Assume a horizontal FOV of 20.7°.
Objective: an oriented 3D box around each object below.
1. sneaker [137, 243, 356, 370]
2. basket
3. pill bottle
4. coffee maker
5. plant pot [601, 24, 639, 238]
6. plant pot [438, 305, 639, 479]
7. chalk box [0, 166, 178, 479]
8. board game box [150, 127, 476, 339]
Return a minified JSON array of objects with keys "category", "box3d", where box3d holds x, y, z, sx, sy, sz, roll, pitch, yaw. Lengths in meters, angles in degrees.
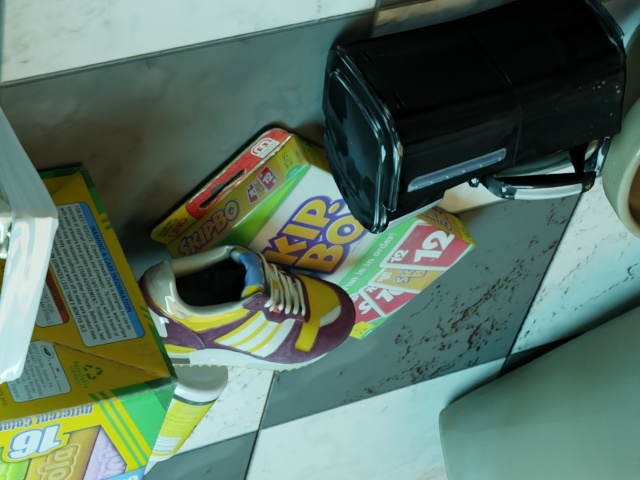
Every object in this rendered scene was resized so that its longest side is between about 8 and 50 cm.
[{"category":"sneaker","box3d":[-0.043,0.043,1.199,0.185,0.070,0.084,-3,148,-35]},{"category":"basket","box3d":[-0.219,-0.012,0.929,0.103,0.167,0.113,0,122,-30]},{"category":"pill bottle","box3d":[-0.123,0.126,1.324,0.065,0.065,0.116,2,139,-40]},{"category":"coffee maker","box3d":[0.096,-0.102,1.141,0.178,0.120,0.171,-17,119,-21]},{"category":"plant pot","box3d":[0.293,-0.113,1.264,0.237,0.110,0.237,-21,149,-13]},{"category":"plant pot","box3d":[0.264,0.214,1.576,0.280,0.323,0.323,-15,150,7]},{"category":"chalk box","box3d":[-0.228,0.120,1.122,0.179,0.180,0.289,-10,146,-27]},{"category":"board game box","box3d":[0.000,0.000,1.271,0.124,0.039,0.259,-40,145,19]}]
